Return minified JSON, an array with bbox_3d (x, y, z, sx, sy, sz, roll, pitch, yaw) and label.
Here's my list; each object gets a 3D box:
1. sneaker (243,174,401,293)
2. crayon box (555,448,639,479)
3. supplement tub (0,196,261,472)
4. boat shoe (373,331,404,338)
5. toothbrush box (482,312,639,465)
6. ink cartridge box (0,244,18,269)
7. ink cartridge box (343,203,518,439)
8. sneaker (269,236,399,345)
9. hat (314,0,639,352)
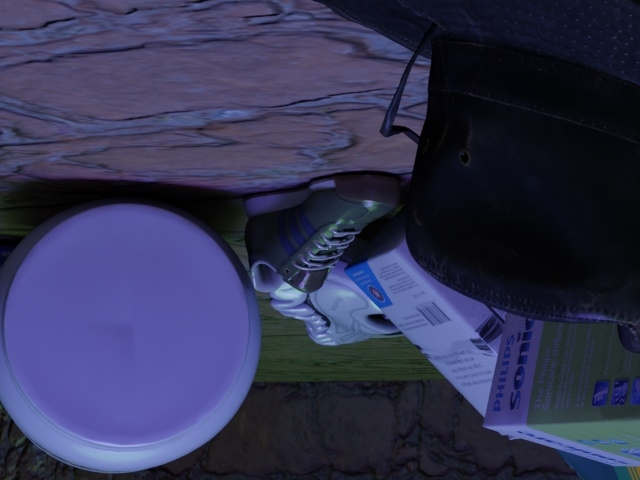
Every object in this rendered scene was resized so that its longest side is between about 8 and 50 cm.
[{"bbox_3d":[0.000,0.000,1.487,0.064,0.086,0.192,8,170,-34],"label":"sneaker"},{"bbox_3d":[0.326,0.132,1.409,0.081,0.165,0.278,-32,165,-46],"label":"crayon box"},{"bbox_3d":[-0.177,0.088,1.628,0.235,0.235,0.325,3,172,-7],"label":"supplement tub"},{"bbox_3d":[0.054,0.059,1.918,0.223,0.080,0.073,14,171,-39],"label":"boat shoe"},{"bbox_3d":[0.243,0.035,1.192,0.122,0.206,0.283,19,165,-24],"label":"toothbrush box"},{"bbox_3d":[-0.282,0.092,1.981,0.270,0.151,0.395,0,173,10],"label":"ink cartridge box"},{"bbox_3d":[0.133,0.060,1.496,0.203,0.086,0.148,45,164,-6],"label":"ink cartridge box"},{"bbox_3d":[0.044,0.050,1.694,0.118,0.110,0.292,13,176,16],"label":"sneaker"},{"bbox_3d":[0.121,-0.023,0.853,0.331,0.134,0.331,21,177,1],"label":"hat"}]
